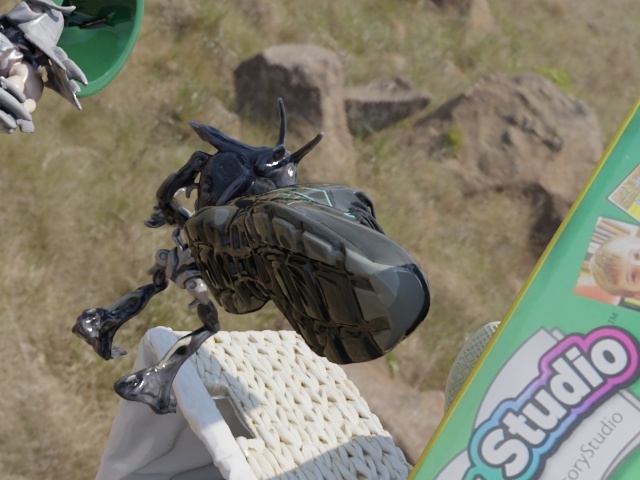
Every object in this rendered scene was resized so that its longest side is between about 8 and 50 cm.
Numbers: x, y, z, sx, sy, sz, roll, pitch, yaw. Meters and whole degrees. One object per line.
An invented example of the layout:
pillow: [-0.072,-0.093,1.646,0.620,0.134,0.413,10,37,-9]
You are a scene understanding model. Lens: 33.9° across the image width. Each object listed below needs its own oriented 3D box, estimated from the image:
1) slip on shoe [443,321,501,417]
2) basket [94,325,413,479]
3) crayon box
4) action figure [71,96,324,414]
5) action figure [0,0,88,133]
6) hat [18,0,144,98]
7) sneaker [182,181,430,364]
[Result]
slip on shoe: [0.279,0.291,1.819,0.123,0.331,0.101,18,18,25]
basket: [-0.099,0.329,1.351,0.266,0.331,0.328,2,35,-36]
crayon box: [0.122,0.149,0.574,0.106,0.363,0.313,29,-11,19]
action figure: [-0.091,0.007,0.913,0.164,0.275,0.141,41,5,10]
action figure: [-0.284,-0.093,0.719,0.185,0.285,0.099,25,-31,46]
hat: [-0.336,-0.264,1.220,0.184,0.208,0.173,20,-23,22]
sneaker: [0.000,0.000,0.665,0.267,0.106,0.101,17,-50,62]
